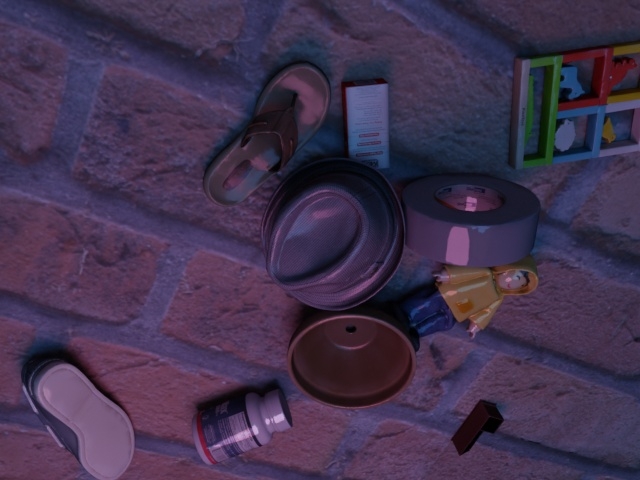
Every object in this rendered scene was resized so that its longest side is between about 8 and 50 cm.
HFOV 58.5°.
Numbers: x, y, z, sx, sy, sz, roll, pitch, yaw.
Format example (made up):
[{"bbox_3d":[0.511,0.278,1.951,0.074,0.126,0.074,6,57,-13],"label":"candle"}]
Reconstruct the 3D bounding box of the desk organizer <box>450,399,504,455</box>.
[{"bbox_3d":[0.355,0.429,1.294,0.047,0.050,0.130,20,112,-19],"label":"desk organizer"}]

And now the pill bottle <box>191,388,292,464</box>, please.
[{"bbox_3d":[-0.153,0.365,1.139,0.180,0.108,0.107,-21,119,1],"label":"pill bottle"}]

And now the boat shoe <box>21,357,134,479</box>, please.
[{"bbox_3d":[-0.462,0.340,1.098,0.099,0.116,0.319,10,134,34],"label":"boat shoe"}]

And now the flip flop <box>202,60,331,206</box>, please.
[{"bbox_3d":[-0.084,-0.155,0.899,0.112,0.080,0.277,38,105,-25],"label":"flip flop"}]

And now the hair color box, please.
[{"bbox_3d":[0.074,-0.187,0.931,0.072,0.043,0.141,-7,117,-6],"label":"hair color box"}]

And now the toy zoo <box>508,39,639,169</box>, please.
[{"bbox_3d":[0.474,-0.235,0.985,0.293,0.030,0.192,-10,118,-5],"label":"toy zoo"}]

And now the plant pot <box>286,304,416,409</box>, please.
[{"bbox_3d":[0.059,0.198,1.077,0.238,0.109,0.237,2,123,3],"label":"plant pot"}]

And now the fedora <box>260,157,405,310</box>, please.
[{"bbox_3d":[0.000,0.000,0.912,0.275,0.124,0.243,-39,85,23],"label":"fedora"}]

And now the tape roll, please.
[{"bbox_3d":[0.241,-0.040,0.937,0.219,0.219,0.072,-4,117,-8],"label":"tape roll"}]

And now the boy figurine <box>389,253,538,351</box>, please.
[{"bbox_3d":[0.283,0.113,1.099,0.285,0.092,0.177,-25,116,7],"label":"boy figurine"}]
